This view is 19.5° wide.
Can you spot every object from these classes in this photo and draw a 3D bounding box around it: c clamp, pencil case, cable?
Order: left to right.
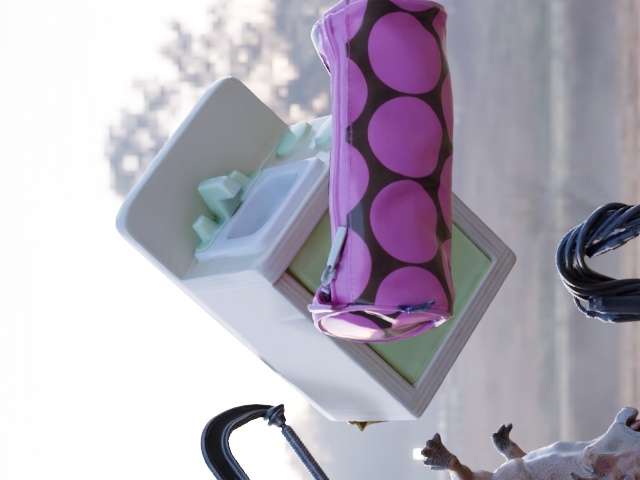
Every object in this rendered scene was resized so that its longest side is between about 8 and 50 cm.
[{"bbox_3d":[-0.020,0.193,1.520,0.137,0.160,0.022,-35,-9,-40],"label":"c clamp"},{"bbox_3d":[0.035,-0.046,1.130,0.095,0.098,0.209,-22,64,52],"label":"pencil case"},{"bbox_3d":[0.310,0.015,1.701,0.150,0.184,0.047,71,-161,-46],"label":"cable"}]

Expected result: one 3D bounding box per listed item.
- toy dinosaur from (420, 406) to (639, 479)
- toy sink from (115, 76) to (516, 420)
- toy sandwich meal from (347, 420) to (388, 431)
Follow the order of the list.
[{"bbox_3d":[0.199,0.263,1.638,0.127,0.200,0.295,-32,-41,-32],"label":"toy dinosaur"},{"bbox_3d":[0.000,0.000,1.333,0.153,0.234,0.131,-55,22,-23],"label":"toy sink"},{"bbox_3d":[0.060,0.151,1.785,0.085,0.029,0.085,-36,-27,-22],"label":"toy sandwich meal"}]
